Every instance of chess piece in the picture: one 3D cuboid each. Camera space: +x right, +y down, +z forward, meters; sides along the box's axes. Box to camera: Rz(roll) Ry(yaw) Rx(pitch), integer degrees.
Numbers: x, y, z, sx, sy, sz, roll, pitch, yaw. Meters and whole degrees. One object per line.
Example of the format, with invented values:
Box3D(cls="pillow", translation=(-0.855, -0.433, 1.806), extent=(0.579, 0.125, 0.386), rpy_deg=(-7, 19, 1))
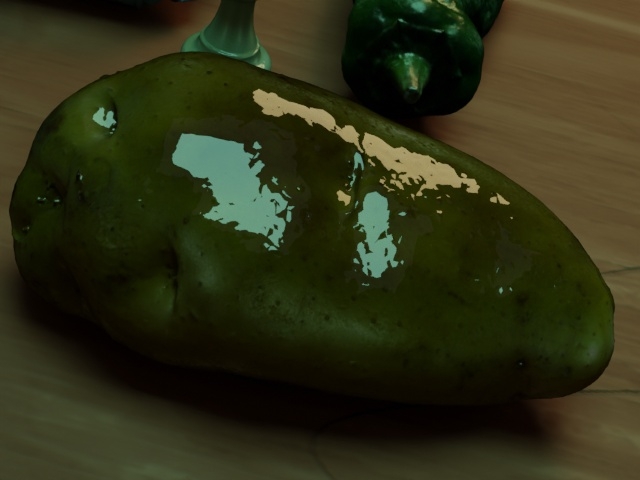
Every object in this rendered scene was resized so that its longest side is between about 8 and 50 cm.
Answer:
Box3D(cls="chess piece", translation=(-0.062, -0.160, 1.297), extent=(0.067, 0.103, 0.067), rpy_deg=(9, 39, -7))

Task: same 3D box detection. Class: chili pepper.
Box3D(cls="chili pepper", translation=(0.079, -0.177, 1.367), extent=(0.136, 0.099, 0.270), rpy_deg=(38, 36, -15))

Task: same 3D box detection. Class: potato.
Box3D(cls="potato", translation=(0.000, 0.000, 1.085), extent=(0.369, 0.176, 0.195), rpy_deg=(16, 11, -5))

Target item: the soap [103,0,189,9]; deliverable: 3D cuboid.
Box3D(cls="soap", translation=(-0.215, -0.272, 1.356), extent=(0.293, 0.077, 0.156), rpy_deg=(12, 74, -2))
